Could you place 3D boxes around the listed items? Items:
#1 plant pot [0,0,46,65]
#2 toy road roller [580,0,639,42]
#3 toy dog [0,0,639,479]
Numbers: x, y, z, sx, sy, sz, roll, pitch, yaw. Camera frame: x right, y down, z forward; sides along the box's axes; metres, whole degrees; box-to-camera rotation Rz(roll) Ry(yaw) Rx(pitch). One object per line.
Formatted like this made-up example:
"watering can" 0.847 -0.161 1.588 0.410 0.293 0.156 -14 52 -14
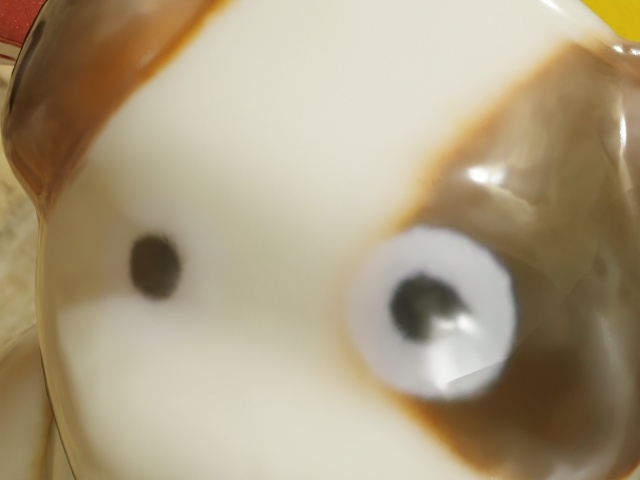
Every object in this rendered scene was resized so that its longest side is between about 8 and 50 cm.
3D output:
"plant pot" -0.209 -0.234 1.075 0.267 0.267 0.236 13 88 56
"toy road roller" 0.221 -0.138 1.338 0.240 0.329 0.202 -50 17 -30
"toy dog" 0.029 0.061 0.648 0.284 0.408 0.395 28 71 15
